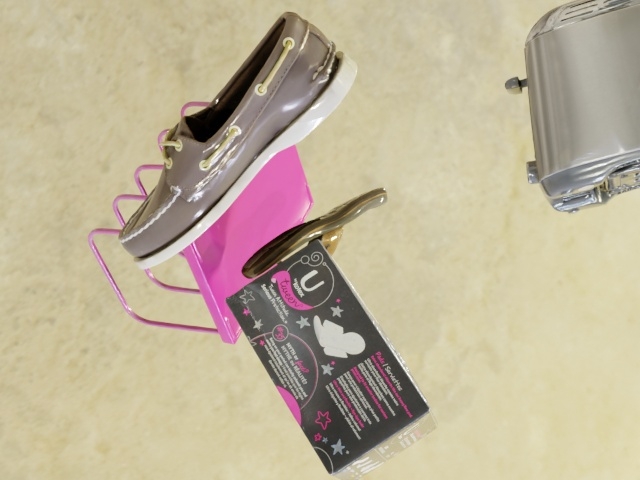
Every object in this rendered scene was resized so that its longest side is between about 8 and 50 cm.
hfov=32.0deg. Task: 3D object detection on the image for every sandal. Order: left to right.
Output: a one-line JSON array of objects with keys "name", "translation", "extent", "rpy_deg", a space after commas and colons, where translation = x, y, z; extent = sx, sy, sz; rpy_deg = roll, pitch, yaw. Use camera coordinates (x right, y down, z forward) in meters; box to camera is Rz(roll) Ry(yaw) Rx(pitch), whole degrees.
[{"name": "sandal", "translation": [0.000, 0.000, 1.456], "extent": [0.219, 0.090, 0.060], "rpy_deg": [-29, 96, -19]}]

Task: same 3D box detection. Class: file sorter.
[{"name": "file sorter", "translation": [-0.165, -0.037, 1.579], "extent": [0.291, 0.182, 0.202], "rpy_deg": [-62, 146, -38]}]

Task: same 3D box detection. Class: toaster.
[{"name": "toaster", "translation": [0.262, -0.117, 0.868], "extent": [0.129, 0.227, 0.146], "rpy_deg": [21, 56, -72]}]

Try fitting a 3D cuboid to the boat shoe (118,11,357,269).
[{"name": "boat shoe", "translation": [-0.108, -0.102, 1.175], "extent": [0.096, 0.324, 0.116], "rpy_deg": [41, 18, -24]}]

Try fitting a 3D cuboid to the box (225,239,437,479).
[{"name": "box", "translation": [0.019, 0.150, 1.356], "extent": [0.142, 0.163, 0.247], "rpy_deg": [-32, 71, 0]}]
